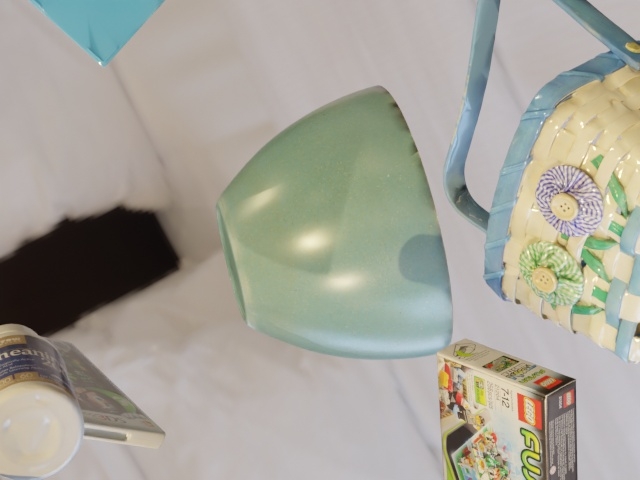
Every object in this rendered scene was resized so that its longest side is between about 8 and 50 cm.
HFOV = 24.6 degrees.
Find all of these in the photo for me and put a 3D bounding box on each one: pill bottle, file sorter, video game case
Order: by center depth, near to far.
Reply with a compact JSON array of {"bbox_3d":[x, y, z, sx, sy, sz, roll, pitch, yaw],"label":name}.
[{"bbox_3d":[-0.194,0.099,0.949,0.120,0.067,0.067,-132,21,-63],"label":"pill bottle"},{"bbox_3d":[-0.265,0.138,1.429,0.190,0.173,0.022,35,102,42],"label":"video game case"},{"bbox_3d":[-0.222,-0.295,1.599,0.118,0.170,0.104,42,-176,-13],"label":"file sorter"}]

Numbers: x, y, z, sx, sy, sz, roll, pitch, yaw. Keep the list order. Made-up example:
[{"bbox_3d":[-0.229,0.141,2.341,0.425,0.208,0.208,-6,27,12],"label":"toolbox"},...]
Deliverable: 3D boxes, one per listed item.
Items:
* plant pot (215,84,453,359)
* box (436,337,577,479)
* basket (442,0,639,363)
[{"bbox_3d":[0.000,0.000,1.536,0.290,0.195,0.290,166,90,-83],"label":"plant pot"},{"bbox_3d":[0.147,0.189,1.150,0.114,0.036,0.207,18,121,46],"label":"box"},{"bbox_3d":[0.213,-0.066,1.185,0.289,0.201,0.254,47,144,40],"label":"basket"}]
